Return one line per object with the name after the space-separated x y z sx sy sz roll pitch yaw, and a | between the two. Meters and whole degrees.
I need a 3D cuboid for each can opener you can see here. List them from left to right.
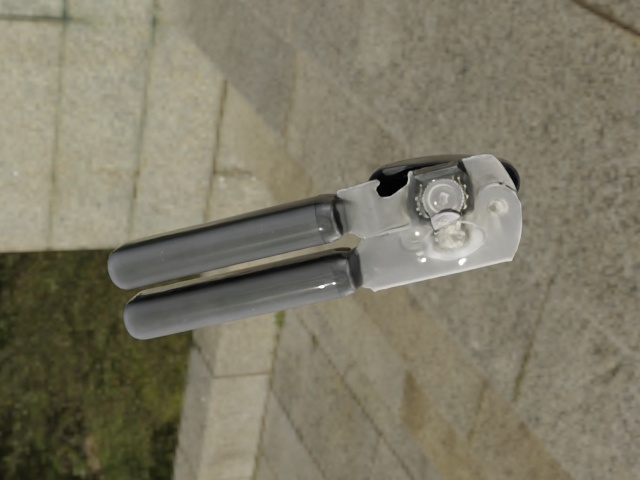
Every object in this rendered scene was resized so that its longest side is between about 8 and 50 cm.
0.000 0.000 0.800 0.095 0.283 0.076 -67 -37 -73 | can opener
